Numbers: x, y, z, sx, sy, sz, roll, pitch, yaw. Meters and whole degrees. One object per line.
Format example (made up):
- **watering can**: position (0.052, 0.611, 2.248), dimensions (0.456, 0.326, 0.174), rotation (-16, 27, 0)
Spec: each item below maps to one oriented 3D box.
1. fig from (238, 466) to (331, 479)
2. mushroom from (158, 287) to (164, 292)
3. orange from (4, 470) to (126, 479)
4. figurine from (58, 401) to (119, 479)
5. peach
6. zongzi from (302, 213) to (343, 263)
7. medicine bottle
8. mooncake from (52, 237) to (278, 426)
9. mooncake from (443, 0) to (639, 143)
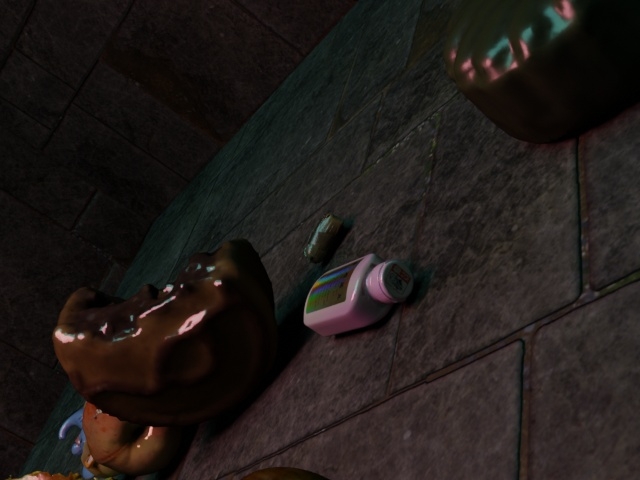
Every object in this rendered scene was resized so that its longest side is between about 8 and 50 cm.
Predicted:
- **fig**: position (0.002, 0.338, 0.817), dimensions (0.274, 0.170, 0.146), rotation (0, 50, 45)
- **mushroom**: position (-0.395, 0.247, 1.839), dimensions (0.345, 0.239, 0.345), rotation (-19, 54, 28)
- **orange**: position (-0.568, 0.579, 1.600), dimensions (0.334, 0.262, 0.196), rotation (-29, 41, 65)
- **figurine**: position (-0.514, 0.460, 1.777), dimensions (0.180, 0.154, 0.262), rotation (-32, 27, -23)
- **peach**: position (-0.398, 0.389, 1.586), dimensions (0.232, 0.232, 0.233), rotation (-47, 20, 23)
- **zongzi**: position (0.000, 0.000, 1.534), dimensions (0.109, 0.055, 0.119), rotation (-59, 7, -6)
- **medicine bottle**: position (0.060, 0.084, 1.188), dimensions (0.219, 0.078, 0.115), rotation (-25, 33, 56)
- **mooncake**: position (-0.276, 0.155, 1.405), dimensions (0.394, 0.393, 0.246), rotation (-60, 14, 22)
- **mooncake**: position (0.334, -0.316, 1.020), dimensions (0.356, 0.194, 0.356), rotation (-48, 19, 22)
